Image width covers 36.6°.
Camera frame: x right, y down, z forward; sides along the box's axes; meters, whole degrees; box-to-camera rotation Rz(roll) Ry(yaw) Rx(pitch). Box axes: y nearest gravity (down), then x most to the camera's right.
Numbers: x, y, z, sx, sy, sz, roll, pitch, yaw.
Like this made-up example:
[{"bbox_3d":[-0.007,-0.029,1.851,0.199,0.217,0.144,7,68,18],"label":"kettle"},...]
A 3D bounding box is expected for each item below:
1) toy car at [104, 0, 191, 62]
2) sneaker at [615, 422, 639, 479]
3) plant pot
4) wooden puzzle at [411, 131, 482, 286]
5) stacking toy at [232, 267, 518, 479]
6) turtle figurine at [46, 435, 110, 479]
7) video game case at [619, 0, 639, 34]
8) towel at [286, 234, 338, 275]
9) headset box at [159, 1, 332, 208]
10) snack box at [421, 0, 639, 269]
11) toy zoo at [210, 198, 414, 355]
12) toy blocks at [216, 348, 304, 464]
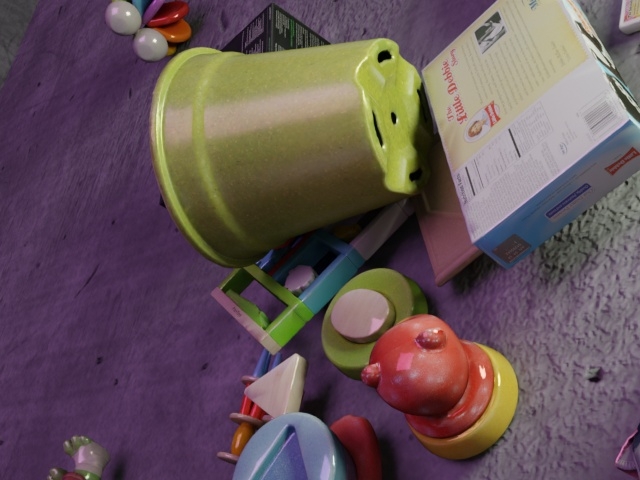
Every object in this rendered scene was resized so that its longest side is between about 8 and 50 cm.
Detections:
[{"bbox_3d":[-0.342,-0.469,1.991,0.136,0.182,0.159,-28,29,33],"label":"toy car"},{"bbox_3d":[0.280,0.125,0.728,0.131,0.112,0.319,-17,50,43],"label":"sneaker"},{"bbox_3d":[-0.015,-0.120,1.136,0.254,0.276,0.276,-9,56,30],"label":"plant pot"},{"bbox_3d":[0.194,-0.084,1.083,0.221,0.044,0.238,-42,32,27],"label":"wooden puzzle"},{"bbox_3d":[0.011,0.150,1.004,0.309,0.130,0.279,-43,41,10],"label":"stacking toy"},{"bbox_3d":[-0.414,0.400,1.346,0.275,0.197,0.266,0,34,8],"label":"turtle figurine"},{"bbox_3d":[0.385,-0.302,1.010,0.143,0.019,0.157,-13,55,49],"label":"video game case"},{"bbox_3d":[-0.019,0.024,1.292,0.119,0.029,0.067,13,70,58],"label":"towel"},{"bbox_3d":[-0.119,-0.175,1.492,0.283,0.131,0.246,-35,40,34],"label":"headset box"},{"bbox_3d":[0.211,-0.141,1.001,0.187,0.060,0.322,-41,33,27],"label":"snack box"},{"bbox_3d":[0.000,0.000,1.229,0.293,0.030,0.192,-46,28,-7],"label":"toy zoo"},{"bbox_3d":[-0.061,0.203,1.185,0.123,0.054,0.148,-10,56,51],"label":"toy blocks"}]
